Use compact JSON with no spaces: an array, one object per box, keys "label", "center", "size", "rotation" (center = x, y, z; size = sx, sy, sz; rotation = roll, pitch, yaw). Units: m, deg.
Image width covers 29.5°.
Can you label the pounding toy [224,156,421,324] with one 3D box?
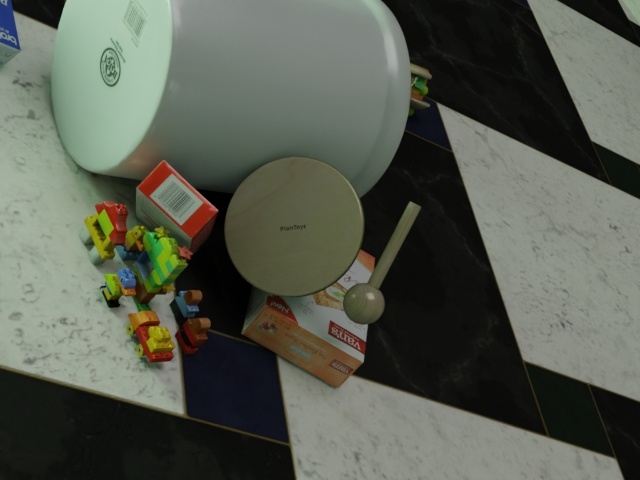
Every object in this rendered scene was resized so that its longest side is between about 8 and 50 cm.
[{"label":"pounding toy","center":[0.000,0.000,1.579],"size":[0.237,0.183,0.110],"rotation":[22,-5,15]}]

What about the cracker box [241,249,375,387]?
[{"label":"cracker box","center":[-0.011,0.073,1.666],"size":[0.156,0.067,0.232],"rotation":[31,35,-16]}]

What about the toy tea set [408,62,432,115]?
[{"label":"toy tea set","center":[0.073,-0.284,2.170],"size":[0.336,0.124,0.200],"rotation":[16,11,-30]}]

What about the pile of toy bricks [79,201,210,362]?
[{"label":"pile of toy bricks","center":[-0.196,0.037,1.475],"size":[0.118,0.105,0.212],"rotation":[0,51,-47]}]

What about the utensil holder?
[{"label":"utensil holder","center":[-0.126,-0.219,1.657],"size":[0.386,0.327,0.327],"rotation":[4,48,-40]}]

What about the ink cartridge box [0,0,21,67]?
[{"label":"ink cartridge box","center":[-0.491,-0.304,1.573],"size":[0.207,0.046,0.097],"rotation":[20,45,-50]}]

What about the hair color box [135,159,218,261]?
[{"label":"hair color box","center":[-0.183,-0.034,1.528],"size":[0.093,0.167,0.053],"rotation":[43,75,1]}]
